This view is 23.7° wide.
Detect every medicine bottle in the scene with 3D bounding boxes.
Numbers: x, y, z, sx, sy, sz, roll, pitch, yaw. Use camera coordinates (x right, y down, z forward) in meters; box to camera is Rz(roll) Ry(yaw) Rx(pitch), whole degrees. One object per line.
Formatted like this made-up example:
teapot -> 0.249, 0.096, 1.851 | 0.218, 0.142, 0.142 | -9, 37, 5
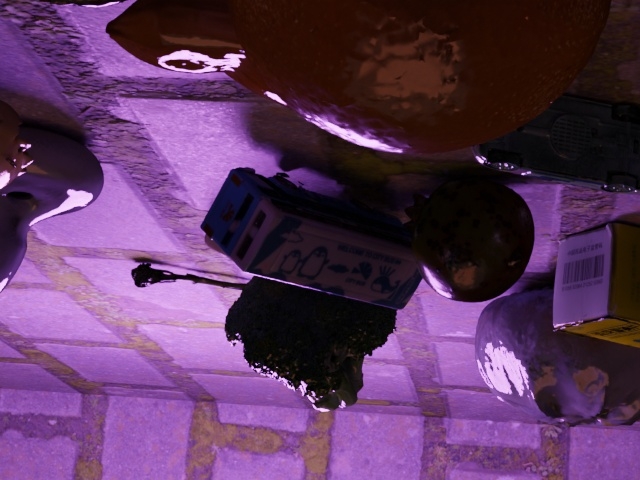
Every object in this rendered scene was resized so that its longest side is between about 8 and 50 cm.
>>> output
medicine bottle -> 0.458, 0.071, 2.099 | 0.250, 0.141, 0.137 | 12, 167, -24

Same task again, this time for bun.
bun -> 0.419, 0.184, 2.384 | 0.361, 0.211, 0.362 | 3, 165, 1

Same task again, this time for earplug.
earplug -> -0.419, -0.033, 1.929 | 0.325, 0.175, 0.214 | -40, 142, 22

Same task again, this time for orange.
orange -> 0.071, -0.188, 1.052 | 0.274, 0.274, 0.274 | 5, 165, 1

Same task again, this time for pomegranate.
pomegranate -> 0.178, -0.009, 1.912 | 0.159, 0.159, 0.205 | 17, -174, -36

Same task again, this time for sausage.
sausage -> -0.020, -0.176, 1.406 | 0.353, 0.116, 0.134 | 14, 177, -19

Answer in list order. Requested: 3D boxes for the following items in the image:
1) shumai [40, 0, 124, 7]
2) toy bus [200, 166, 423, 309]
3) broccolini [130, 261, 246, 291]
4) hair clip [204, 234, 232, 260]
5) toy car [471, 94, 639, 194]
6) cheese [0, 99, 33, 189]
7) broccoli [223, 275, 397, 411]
shumai -> -0.185, -0.249, 1.276 | 0.139, 0.105, 0.123 | 10, -156, -19
toy bus -> 0.000, 0.000, 1.950 | 0.297, 0.106, 0.131 | 15, -159, -40
broccolini -> -0.205, 0.065, 2.501 | 0.218, 0.044, 0.042 | 6, 150, -23
hair clip -> -0.055, 0.003, 2.167 | 0.218, 0.071, 0.159 | 5, -173, 10
toy car -> 0.257, -0.104, 1.618 | 0.224, 0.090, 0.076 | 10, 170, -15
cheese -> -0.465, -0.130, 1.648 | 0.315, 0.128, 0.259 | 13, 173, -4
broccoli -> -0.012, 0.133, 2.272 | 0.269, 0.261, 0.242 | -10, 119, 38
